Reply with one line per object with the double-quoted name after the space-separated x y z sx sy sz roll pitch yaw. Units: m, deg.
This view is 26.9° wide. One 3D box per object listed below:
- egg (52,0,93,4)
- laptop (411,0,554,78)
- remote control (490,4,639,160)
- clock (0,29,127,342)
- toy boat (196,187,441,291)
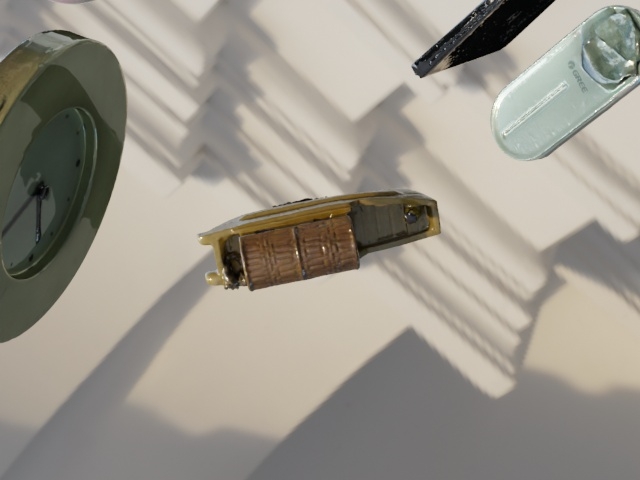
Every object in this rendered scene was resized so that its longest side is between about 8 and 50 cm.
-0.286 -0.355 1.295 0.196 0.196 0.271 -36 -69 -48 "egg"
0.168 -0.206 1.209 0.016 0.135 0.197 53 -149 6 "laptop"
0.303 -0.185 1.601 0.052 0.247 0.104 -4 -116 -46 "remote control"
-0.207 -0.038 0.966 0.029 0.235 0.235 20 -138 12 "clock"
0.000 0.000 1.244 0.088 0.226 0.068 -101 0 -63 "toy boat"
